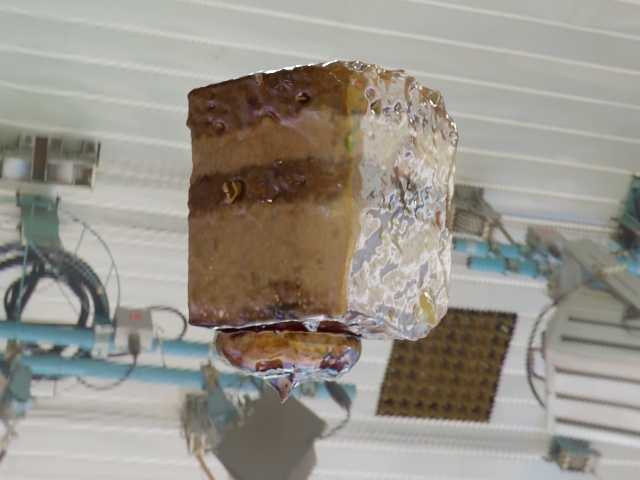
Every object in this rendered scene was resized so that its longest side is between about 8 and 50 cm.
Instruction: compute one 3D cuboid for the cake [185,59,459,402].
[{"bbox_3d":[0.000,0.000,1.035,0.196,0.198,0.293,17,-107,-58],"label":"cake"}]
